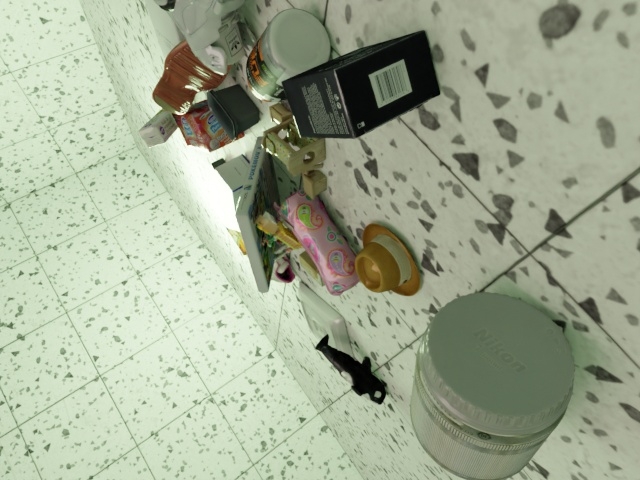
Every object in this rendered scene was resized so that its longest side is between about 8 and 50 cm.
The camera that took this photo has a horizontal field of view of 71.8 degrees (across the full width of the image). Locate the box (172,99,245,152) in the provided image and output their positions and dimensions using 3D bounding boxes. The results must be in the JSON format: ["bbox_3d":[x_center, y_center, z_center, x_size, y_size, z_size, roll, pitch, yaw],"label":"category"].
[{"bbox_3d":[-0.359,-0.367,1.397,0.257,0.128,0.123,27,142,55],"label":"box"}]

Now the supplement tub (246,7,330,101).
[{"bbox_3d":[-0.069,-0.327,0.814,0.117,0.117,0.190,62,159,-10],"label":"supplement tub"}]

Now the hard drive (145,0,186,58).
[{"bbox_3d":[-0.468,-0.676,1.337,0.210,0.040,0.319,45,156,30],"label":"hard drive"}]

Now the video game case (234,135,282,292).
[{"bbox_3d":[-0.161,-0.068,1.233,0.329,0.036,0.300,85,-171,-50],"label":"video game case"}]

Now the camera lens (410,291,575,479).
[{"bbox_3d":[0.261,0.243,0.716,0.219,0.219,0.274,42,154,36],"label":"camera lens"}]

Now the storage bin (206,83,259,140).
[{"bbox_3d":[-0.229,-0.347,1.186,0.135,0.091,0.098,54,159,14],"label":"storage bin"}]

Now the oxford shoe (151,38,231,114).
[{"bbox_3d":[-0.340,-0.482,1.186,0.140,0.147,0.397,30,155,-34],"label":"oxford shoe"}]

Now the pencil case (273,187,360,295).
[{"bbox_3d":[0.000,0.000,1.113,0.284,0.124,0.124,56,159,4],"label":"pencil case"}]

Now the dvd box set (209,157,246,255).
[{"bbox_3d":[-0.356,-0.120,1.829,0.308,0.062,0.420,56,159,4],"label":"dvd box set"}]

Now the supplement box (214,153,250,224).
[{"bbox_3d":[-0.274,-0.168,1.509,0.111,0.114,0.220,49,159,20],"label":"supplement box"}]

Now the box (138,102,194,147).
[{"bbox_3d":[-0.511,-0.415,1.499,0.324,0.067,0.063,-81,-26,-53],"label":"box"}]

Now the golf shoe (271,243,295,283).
[{"bbox_3d":[-0.176,0.039,1.607,0.140,0.115,0.306,22,147,41],"label":"golf shoe"}]

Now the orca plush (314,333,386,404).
[{"bbox_3d":[0.123,0.414,1.477,0.287,0.102,0.151,45,-170,20],"label":"orca plush"}]

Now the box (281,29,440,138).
[{"bbox_3d":[0.053,-0.218,0.634,0.158,0.156,0.093,22,138,58],"label":"box"}]

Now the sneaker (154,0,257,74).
[{"bbox_3d":[-0.182,-0.463,0.872,0.366,0.137,0.210,13,147,45],"label":"sneaker"}]

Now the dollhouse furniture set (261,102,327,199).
[{"bbox_3d":[-0.081,-0.198,1.041,0.182,0.101,0.161,45,156,32],"label":"dollhouse furniture set"}]

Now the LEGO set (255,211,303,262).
[{"bbox_3d":[-0.116,-0.005,1.197,0.132,0.107,0.287,55,-167,0],"label":"LEGO set"}]

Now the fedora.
[{"bbox_3d":[0.129,0.058,0.957,0.194,0.079,0.194,48,157,27],"label":"fedora"}]

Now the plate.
[{"bbox_3d":[0.012,0.316,1.630,0.278,0.045,0.277,35,150,46],"label":"plate"}]

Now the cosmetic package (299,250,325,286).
[{"bbox_3d":[-0.016,0.085,1.375,0.115,0.041,0.060,41,154,38],"label":"cosmetic package"}]
